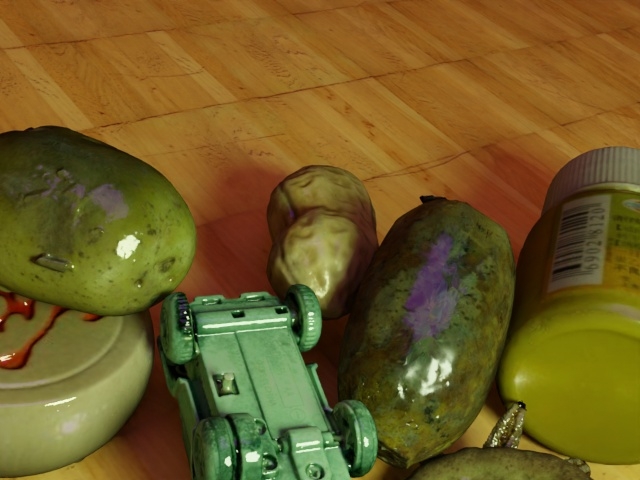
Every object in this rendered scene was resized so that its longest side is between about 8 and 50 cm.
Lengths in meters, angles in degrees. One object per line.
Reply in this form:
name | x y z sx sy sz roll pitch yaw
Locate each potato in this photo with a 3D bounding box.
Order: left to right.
potato | -0.241 -0.024 0.829 0.228 0.148 0.197 37 54 24

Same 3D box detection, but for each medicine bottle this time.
medicine bottle | 0.341 0.056 1.023 0.224 0.224 0.384 20 38 7

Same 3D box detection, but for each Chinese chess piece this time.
Chinese chess piece | -0.298 0.103 0.845 0.273 0.102 0.273 9 38 -7

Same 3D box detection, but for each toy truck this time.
toy truck | -0.060 0.165 0.803 0.155 0.156 0.279 -3 41 -22

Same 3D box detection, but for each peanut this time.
peanut | 0.000 0.000 1.023 0.147 0.147 0.305 9 28 -8

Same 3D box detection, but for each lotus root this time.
lotus root | 0.108 0.088 0.866 0.160 0.152 0.275 23 69 -1

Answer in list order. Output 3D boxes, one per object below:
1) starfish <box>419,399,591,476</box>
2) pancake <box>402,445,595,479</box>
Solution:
starfish | 0.171 0.264 0.845 0.213 0.057 0.238 23 57 19
pancake | 0.140 0.297 0.732 0.286 0.033 0.288 20 53 40
